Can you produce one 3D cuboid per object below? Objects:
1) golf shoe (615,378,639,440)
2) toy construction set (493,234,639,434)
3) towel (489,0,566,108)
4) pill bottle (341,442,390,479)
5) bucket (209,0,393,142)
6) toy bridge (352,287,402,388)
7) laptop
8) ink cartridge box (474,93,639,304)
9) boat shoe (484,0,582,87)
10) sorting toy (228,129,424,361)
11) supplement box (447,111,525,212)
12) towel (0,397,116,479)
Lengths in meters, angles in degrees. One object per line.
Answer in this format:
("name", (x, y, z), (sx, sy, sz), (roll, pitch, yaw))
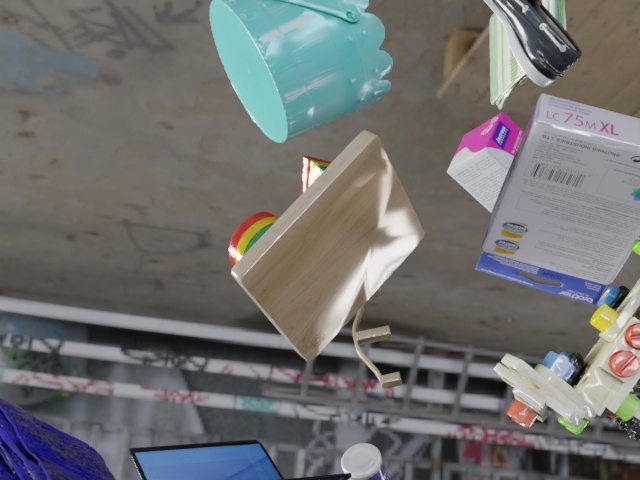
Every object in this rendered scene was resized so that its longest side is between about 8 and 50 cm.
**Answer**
("golf shoe", (0.490, 0.246, 1.553), (0.094, 0.198, 0.077), (-35, 121, -4))
("toy construction set", (0.342, 0.106, 1.085), (0.328, 0.151, 0.215), (-39, 175, -4))
("towel", (0.443, -0.455, 2.125), (0.038, 0.247, 0.325), (6, 161, -12))
("pill bottle", (0.113, 0.554, 2.265), (0.094, 0.094, 0.169), (-3, 129, 21))
("bucket", (-0.036, -0.297, 1.512), (0.183, 0.281, 0.281), (-29, 166, -15))
("toy bridge", (0.087, 0.159, 1.646), (0.063, 0.188, 0.026), (-13, 150, 3))
("laptop", (-0.127, 0.335, 1.476), (0.234, 0.136, 0.264), (2, 153, -31))
("ink cartridge box", (0.326, -0.043, 1.276), (0.186, 0.065, 0.311), (15, 141, 3))
("boat shoe", (0.350, -0.412, 1.707), (0.091, 0.302, 0.114), (-38, 164, 34))
("sorting toy", (0.000, 0.000, 1.354), (0.089, 0.257, 0.255), (36, 168, 35))
("supplement box", (0.360, -0.113, 1.829), (0.220, 0.111, 0.114), (39, 142, -15))
("towel", (-0.244, 0.269, 0.986), (0.228, 0.076, 0.308), (38, 176, -38))
